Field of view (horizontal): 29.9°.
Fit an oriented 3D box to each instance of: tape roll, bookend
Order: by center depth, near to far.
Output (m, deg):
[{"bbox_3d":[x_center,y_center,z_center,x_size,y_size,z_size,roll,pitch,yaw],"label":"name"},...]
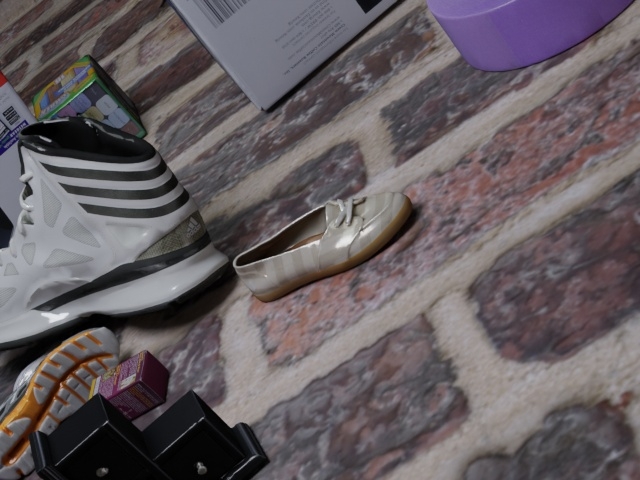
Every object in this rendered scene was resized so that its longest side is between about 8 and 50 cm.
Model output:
[{"bbox_3d":[-0.163,0.198,1.138,0.157,0.156,0.072,-40,28,-2],"label":"bookend"},{"bbox_3d":[0.265,-0.328,1.438,0.275,0.090,0.274,-29,31,20],"label":"tape roll"}]

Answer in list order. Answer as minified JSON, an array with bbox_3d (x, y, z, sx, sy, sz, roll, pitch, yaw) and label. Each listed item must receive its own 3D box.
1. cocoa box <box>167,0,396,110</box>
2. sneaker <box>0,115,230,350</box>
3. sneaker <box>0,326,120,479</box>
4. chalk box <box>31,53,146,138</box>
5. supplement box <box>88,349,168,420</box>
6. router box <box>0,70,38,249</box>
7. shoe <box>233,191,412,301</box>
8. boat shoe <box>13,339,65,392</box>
[{"bbox_3d":[-0.046,-0.405,1.772,0.347,0.231,0.228,-40,27,1],"label":"cocoa box"},{"bbox_3d":[-0.338,-0.021,1.519,0.448,0.257,0.169,-15,15,32],"label":"sneaker"},{"bbox_3d":[-0.330,0.185,1.440,0.215,0.084,0.083,-47,24,-10],"label":"sneaker"},{"bbox_3d":[-0.387,-0.201,2.002,0.132,0.132,0.213,-38,27,3],"label":"chalk box"},{"bbox_3d":[-0.220,0.171,1.363,0.083,0.043,0.055,-30,30,20],"label":"supplement box"},{"bbox_3d":[-0.513,-0.044,1.711,0.082,0.301,0.335,-5,37,46],"label":"router box"},{"bbox_3d":[0.000,0.000,1.324,0.219,0.058,0.076,-29,31,21],"label":"shoe"},{"bbox_3d":[-0.353,0.169,1.541,0.100,0.035,0.035,-46,25,-25],"label":"boat shoe"}]
